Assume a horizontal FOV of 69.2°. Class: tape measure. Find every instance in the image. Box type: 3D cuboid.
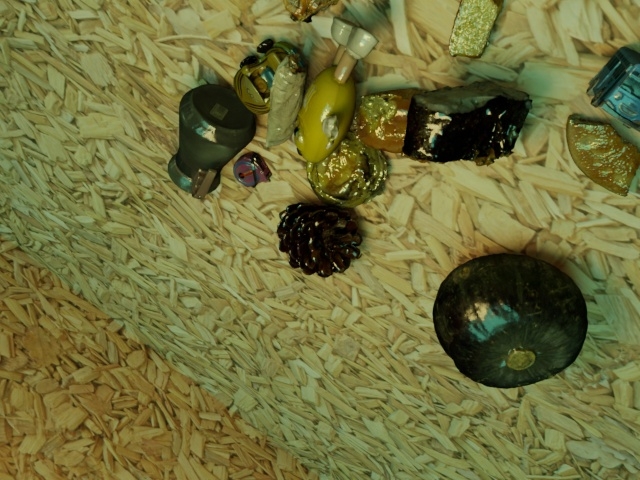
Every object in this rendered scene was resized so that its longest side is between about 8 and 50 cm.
[{"bbox_3d":[-0.251,-0.251,1.680,0.118,0.074,0.125,-15,119,27],"label":"tape measure"}]

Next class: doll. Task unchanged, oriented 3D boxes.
[{"bbox_3d":[0.039,-0.401,1.294,0.161,0.348,0.424,15,93,-13],"label":"doll"}]

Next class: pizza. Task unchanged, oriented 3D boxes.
[{"bbox_3d":[0.740,-0.227,1.216,0.271,0.056,0.134,41,132,-2],"label":"pizza"}]

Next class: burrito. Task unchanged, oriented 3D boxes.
[{"bbox_3d":[-0.102,-0.403,1.372,0.076,0.117,0.392,45,157,8],"label":"burrito"}]

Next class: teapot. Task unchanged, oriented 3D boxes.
[{"bbox_3d":[-0.381,-0.314,1.576,0.253,0.300,0.344,11,143,-25],"label":"teapot"}]

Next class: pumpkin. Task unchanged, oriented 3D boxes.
[{"bbox_3d":[0.569,0.238,1.428,0.453,0.344,0.455,4,127,5],"label":"pumpkin"}]

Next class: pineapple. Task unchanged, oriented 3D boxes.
[{"bbox_3d":[-0.004,-0.665,1.235,0.236,0.186,0.115,-33,103,-7],"label":"pineapple"}]

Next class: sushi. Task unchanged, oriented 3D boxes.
[{"bbox_3d":[0.377,-0.282,1.172,0.234,0.348,0.208,46,141,48],"label":"sushi"}]

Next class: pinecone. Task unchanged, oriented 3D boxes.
[{"bbox_3d":[-0.001,0.006,1.612,0.298,0.242,0.295,38,163,-32],"label":"pinecone"}]

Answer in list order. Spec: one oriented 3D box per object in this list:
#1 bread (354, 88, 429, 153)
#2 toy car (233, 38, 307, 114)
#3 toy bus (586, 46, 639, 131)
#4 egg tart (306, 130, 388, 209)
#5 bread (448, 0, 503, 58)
[{"bbox_3d":[0.224,-0.345,1.345,0.249,0.133,0.179,15,130,18],"label":"bread"},{"bbox_3d":[-0.166,-0.489,1.430,0.247,0.142,0.200,-29,106,36],"label":"toy car"},{"bbox_3d":[0.696,-0.346,1.042,0.116,0.234,0.134,34,128,2],"label":"toy bus"},{"bbox_3d":[0.077,-0.219,1.511,0.296,0.132,0.297,10,120,18],"label":"egg tart"},{"bbox_3d":[0.389,-0.550,1.170,0.103,0.065,0.188,27,128,15],"label":"bread"}]
